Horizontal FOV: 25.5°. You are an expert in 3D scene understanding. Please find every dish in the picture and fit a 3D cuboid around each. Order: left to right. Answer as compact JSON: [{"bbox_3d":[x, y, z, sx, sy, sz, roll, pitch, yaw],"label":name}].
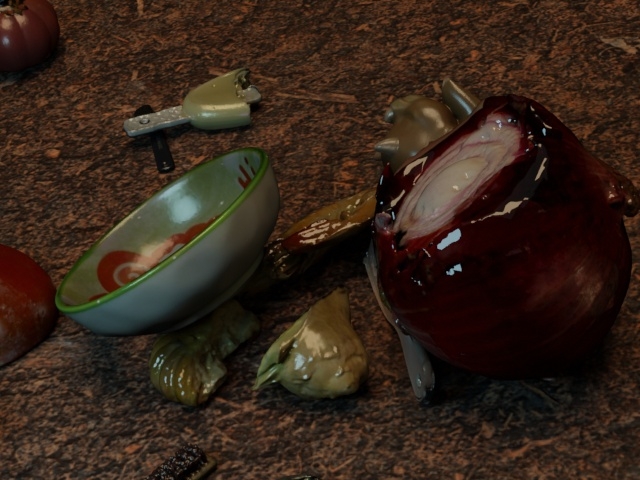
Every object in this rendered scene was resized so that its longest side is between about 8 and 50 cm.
[{"bbox_3d":[-0.169,0.027,1.784,0.324,0.124,0.324,-32,18,12],"label":"dish"}]

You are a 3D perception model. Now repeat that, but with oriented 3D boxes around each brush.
[{"bbox_3d":[-0.216,0.309,1.583,0.043,0.036,0.248,20,45,39],"label":"brush"},{"bbox_3d":[0.117,0.089,1.785,0.067,0.072,0.313,-1,36,-12],"label":"brush"}]

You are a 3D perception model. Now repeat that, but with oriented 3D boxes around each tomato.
[{"bbox_3d":[-0.470,0.071,1.873,0.233,0.139,0.200,-26,46,-22],"label":"tomato"}]

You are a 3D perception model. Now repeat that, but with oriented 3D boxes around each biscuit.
[{"bbox_3d":[-0.160,0.133,1.788,0.118,0.061,0.183,6,39,22],"label":"biscuit"}]

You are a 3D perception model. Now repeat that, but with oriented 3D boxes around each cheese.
[{"bbox_3d":[-0.202,-0.209,2.261,0.235,0.050,0.127,-16,40,-15],"label":"cheese"}]

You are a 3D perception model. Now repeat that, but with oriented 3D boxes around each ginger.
[{"bbox_3d":[0.015,0.128,1.742,0.122,0.115,0.193,27,38,11],"label":"ginger"}]

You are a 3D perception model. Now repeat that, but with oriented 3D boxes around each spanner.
[{"bbox_3d":[-0.263,-0.164,2.251,0.046,0.012,0.208,-15,37,-7],"label":"spanner"}]

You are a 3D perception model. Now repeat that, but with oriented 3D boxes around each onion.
[{"bbox_3d":[0.216,0.013,1.661,0.341,0.341,0.341,-6,36,4],"label":"onion"}]

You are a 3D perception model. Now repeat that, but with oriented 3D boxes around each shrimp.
[{"bbox_3d":[0.000,0.000,1.883,0.287,0.063,0.152,-33,12,-34],"label":"shrimp"}]

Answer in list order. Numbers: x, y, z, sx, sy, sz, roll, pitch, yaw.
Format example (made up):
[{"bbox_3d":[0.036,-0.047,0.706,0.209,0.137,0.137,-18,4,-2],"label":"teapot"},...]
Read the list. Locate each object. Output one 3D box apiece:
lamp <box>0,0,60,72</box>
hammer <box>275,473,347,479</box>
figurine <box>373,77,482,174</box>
[{"bbox_3d":[-0.552,-0.379,2.497,0.182,0.140,0.182,-3,34,2],"label":"lamp"},{"bbox_3d":[-0.028,0.360,1.481,0.125,0.027,0.297,-4,37,6],"label":"hammer"},{"bbox_3d":[0.191,-0.099,1.943,0.173,0.247,0.177,-52,17,1],"label":"figurine"}]
